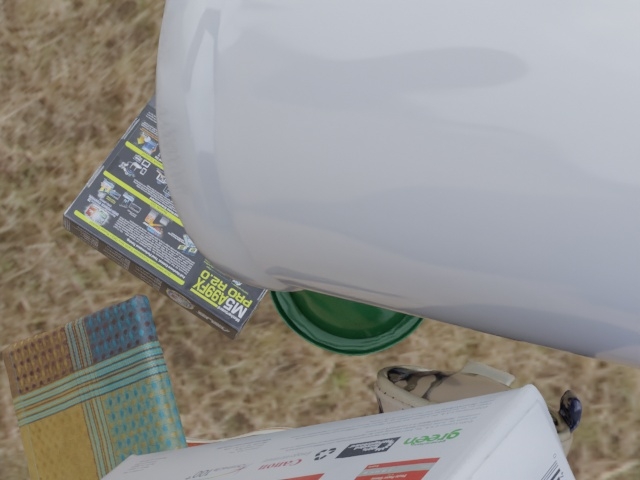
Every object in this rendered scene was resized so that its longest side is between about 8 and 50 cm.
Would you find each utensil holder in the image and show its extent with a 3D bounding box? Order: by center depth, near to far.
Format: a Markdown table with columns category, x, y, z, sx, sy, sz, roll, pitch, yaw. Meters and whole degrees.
| category | x | y | z | sx | sy | sz | roll | pitch | yaw |
| --- | --- | --- | --- | --- | --- | --- | --- | --- | --- |
| utensil holder | 0.148 | -0.090 | 0.820 | 0.327 | 0.385 | 0.328 | -33 | 130 | -52 |

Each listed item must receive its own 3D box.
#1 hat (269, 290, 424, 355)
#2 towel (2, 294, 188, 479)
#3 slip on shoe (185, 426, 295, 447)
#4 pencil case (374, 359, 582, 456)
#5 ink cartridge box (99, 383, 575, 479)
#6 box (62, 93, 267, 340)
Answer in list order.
| category | x | y | z | sx | sy | sz | roll | pitch | yaw |
| --- | --- | --- | --- | --- | --- | --- | --- | --- | --- |
| hat | 0.000 | 0.000 | 1.227 | 0.208 | 0.183 | 0.173 | 33 | 87 | 20 |
| towel | -0.227 | 0.267 | 1.426 | 0.040 | 0.271 | 0.370 | -6 | 79 | -49 |
| slip on shoe | -0.117 | 0.302 | 1.627 | 0.331 | 0.101 | 0.123 | 1 | 112 | 8 |
| pencil case | 0.091 | 0.301 | 1.019 | 0.183 | 0.160 | 0.410 | -7 | 108 | -59 |
| ink cartridge box | -0.054 | 0.209 | 0.638 | 0.272 | 0.309 | 0.130 | -36 | 105 | -48 |
| box | -0.162 | -0.034 | 1.689 | 0.270 | 0.060 | 0.216 | 33 | 71 | 0 |
